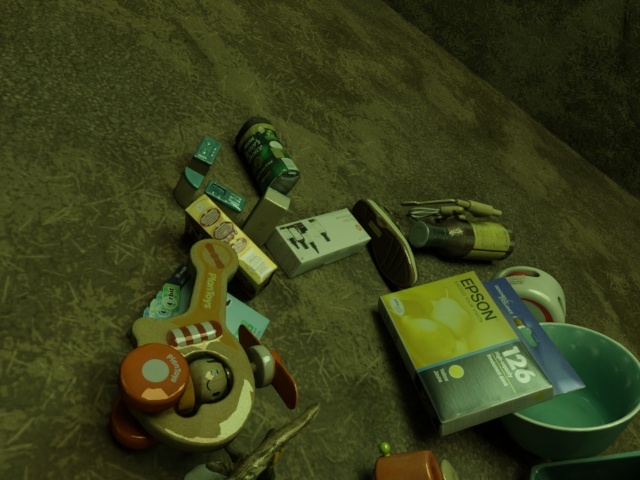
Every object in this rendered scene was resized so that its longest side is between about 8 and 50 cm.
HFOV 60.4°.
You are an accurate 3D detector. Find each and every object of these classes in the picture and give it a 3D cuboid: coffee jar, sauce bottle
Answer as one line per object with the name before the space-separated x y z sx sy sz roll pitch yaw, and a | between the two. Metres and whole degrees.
coffee jar | -0.124 -0.192 1.253 0.079 0.096 0.184 -2 54 -44
sauce bottle | 0.382 -0.006 1.477 0.344 0.111 0.111 6 49 -38

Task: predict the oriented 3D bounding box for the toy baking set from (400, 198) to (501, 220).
toy baking set | 0.347 -0.074 1.469 0.256 0.197 0.030 11 76 -36

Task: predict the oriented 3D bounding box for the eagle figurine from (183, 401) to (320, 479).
eagle figurine | -0.043 0.404 0.698 0.226 0.225 0.298 -20 98 -6

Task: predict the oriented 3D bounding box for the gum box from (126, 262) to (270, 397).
gum box | -0.194 0.144 0.907 0.184 0.041 0.157 35 39 -7

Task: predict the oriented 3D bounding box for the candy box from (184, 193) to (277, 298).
candy box | -0.166 0.014 0.998 0.187 0.109 0.053 44 67 4

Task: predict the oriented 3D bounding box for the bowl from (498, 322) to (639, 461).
bowl | 0.488 0.327 1.135 0.312 0.163 0.311 -8 27 4

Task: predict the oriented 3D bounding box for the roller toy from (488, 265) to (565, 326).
roller toy | 0.479 0.169 1.314 0.209 0.191 0.146 37 33 5

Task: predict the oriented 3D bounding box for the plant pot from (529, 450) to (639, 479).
plant pot | 0.527 0.558 0.948 0.252 0.248 0.247 56 36 -10

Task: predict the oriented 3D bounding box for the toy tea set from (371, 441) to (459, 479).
toy tea set | 0.157 0.483 0.840 0.200 0.124 0.336 51 23 -37

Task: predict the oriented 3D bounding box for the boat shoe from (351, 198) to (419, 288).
boat shoe | 0.174 0.002 1.315 0.095 0.095 0.257 6 49 -44

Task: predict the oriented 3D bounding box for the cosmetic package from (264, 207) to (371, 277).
cosmetic package | 0.000 0.000 1.196 0.239 0.060 0.099 -18 67 -48

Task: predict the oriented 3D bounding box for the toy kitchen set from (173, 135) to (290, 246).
toy kitchen set | -0.169 -0.121 1.124 0.207 0.122 0.166 29 39 -15

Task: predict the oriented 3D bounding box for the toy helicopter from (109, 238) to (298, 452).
toy helicopter | -0.155 0.135 0.811 0.235 0.140 0.355 13 43 -15

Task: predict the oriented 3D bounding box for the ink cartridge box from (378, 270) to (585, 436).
ink cartridge box | 0.314 0.200 1.103 0.307 0.072 0.303 -17 46 -8
